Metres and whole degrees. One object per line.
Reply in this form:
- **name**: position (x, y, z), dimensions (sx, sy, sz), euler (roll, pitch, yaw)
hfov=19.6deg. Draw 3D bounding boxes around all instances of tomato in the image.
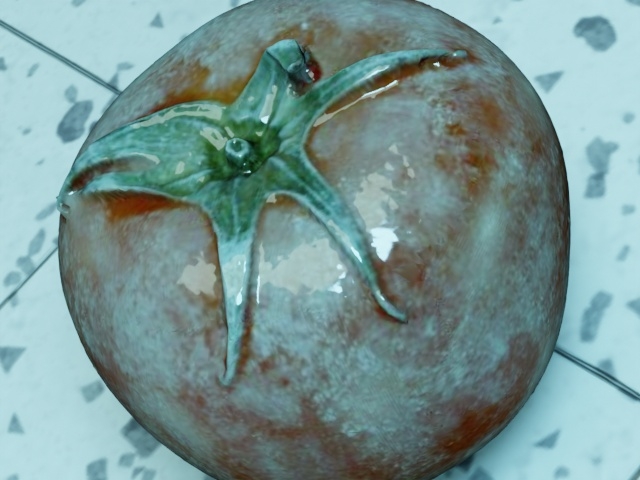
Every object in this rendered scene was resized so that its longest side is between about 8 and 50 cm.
- **tomato**: position (0.000, 0.000, 1.120), dimensions (0.317, 0.282, 0.316), euler (-12, 55, 18)
